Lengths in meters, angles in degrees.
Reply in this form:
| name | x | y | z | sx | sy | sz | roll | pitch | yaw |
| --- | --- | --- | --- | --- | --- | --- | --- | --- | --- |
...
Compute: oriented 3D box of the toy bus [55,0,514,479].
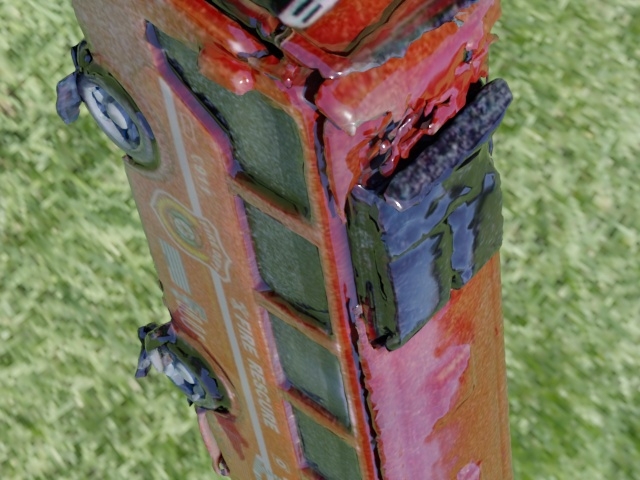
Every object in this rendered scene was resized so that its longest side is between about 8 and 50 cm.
| name | x | y | z | sx | sy | sz | roll | pitch | yaw |
| --- | --- | --- | --- | --- | --- | --- | --- | --- | --- |
| toy bus | 0.000 | 0.000 | 0.414 | 0.073 | 0.096 | 0.235 | -44 | 151 | -24 |
